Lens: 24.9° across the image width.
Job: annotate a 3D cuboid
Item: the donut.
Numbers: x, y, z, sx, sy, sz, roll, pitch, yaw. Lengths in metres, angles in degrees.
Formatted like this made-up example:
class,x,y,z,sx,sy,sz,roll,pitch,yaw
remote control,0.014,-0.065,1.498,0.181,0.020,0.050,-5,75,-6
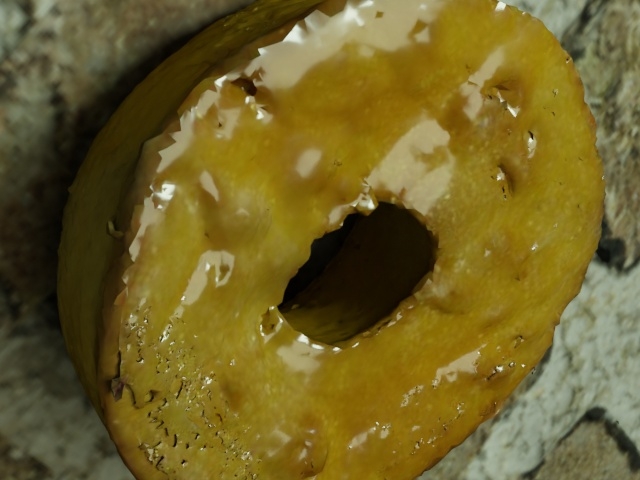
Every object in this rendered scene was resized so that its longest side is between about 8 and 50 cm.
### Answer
class,x,y,z,sx,sy,sz,roll,pitch,yaw
donut,-0.002,0.001,0.686,0.278,0.108,0.277,-18,124,-30
